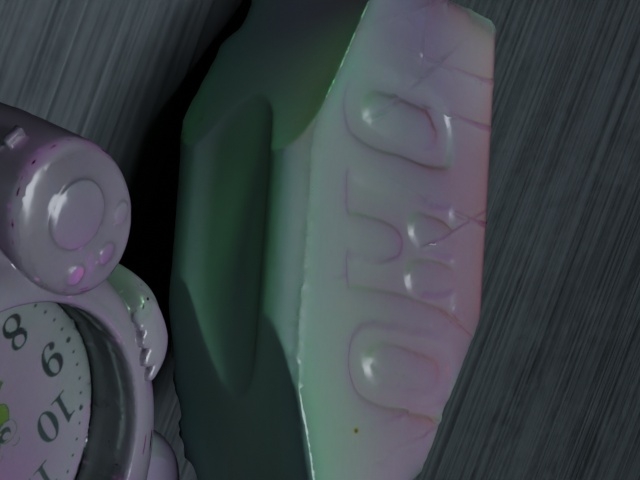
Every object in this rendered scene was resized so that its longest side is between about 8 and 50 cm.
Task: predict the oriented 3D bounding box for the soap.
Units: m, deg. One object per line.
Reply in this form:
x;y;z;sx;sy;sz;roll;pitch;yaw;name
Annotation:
0.008;0.007;1.054;0.193;0.109;0.323;16;76;-48;soap

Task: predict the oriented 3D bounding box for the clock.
-0.197;0.116;0.907;0.295;0.113;0.322;-50;145;-28;clock
